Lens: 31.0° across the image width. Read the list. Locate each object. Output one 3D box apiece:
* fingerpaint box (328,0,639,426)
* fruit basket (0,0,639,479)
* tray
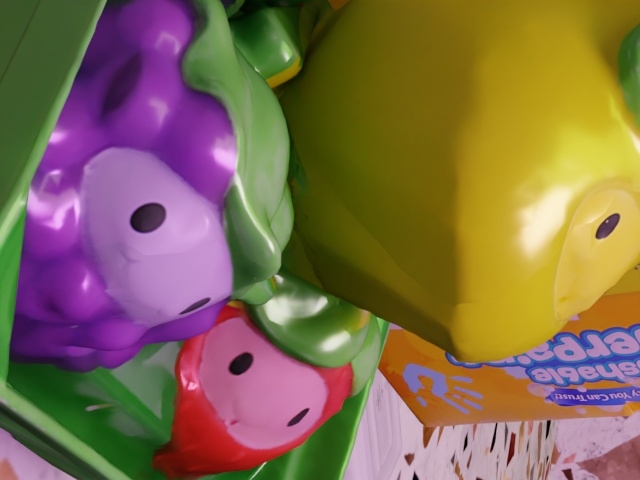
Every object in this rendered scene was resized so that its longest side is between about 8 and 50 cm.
[{"bbox_3d":[0.178,-0.067,0.705,0.371,0.444,0.163,52,46,-28],"label":"fingerpaint box"},{"bbox_3d":[0.000,0.000,0.523,0.392,0.392,0.283,61,43,-57],"label":"fruit basket"},{"bbox_3d":[0.050,0.160,1.178,0.145,0.030,0.270,-56,146,-52],"label":"tray"}]
